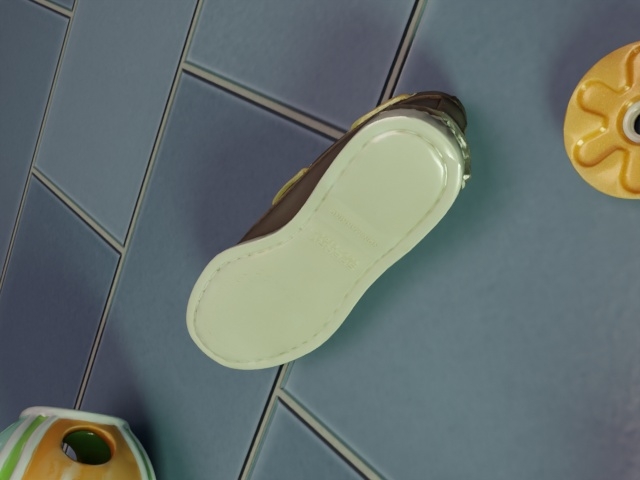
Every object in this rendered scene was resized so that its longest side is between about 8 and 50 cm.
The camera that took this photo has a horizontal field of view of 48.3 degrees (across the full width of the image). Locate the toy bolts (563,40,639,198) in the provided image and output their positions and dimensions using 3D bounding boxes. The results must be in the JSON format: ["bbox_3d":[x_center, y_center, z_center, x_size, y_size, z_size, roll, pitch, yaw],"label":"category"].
[{"bbox_3d":[0.209,-0.049,0.357,0.218,0.159,0.228,-19,72,42],"label":"toy bolts"}]

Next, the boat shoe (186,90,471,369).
[{"bbox_3d":[0.000,0.000,0.604,0.117,0.096,0.324,41,126,-5],"label":"boat shoe"}]

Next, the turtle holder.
[{"bbox_3d":[-0.288,0.315,0.786,0.320,0.244,0.227,102,173,-66],"label":"turtle holder"}]
